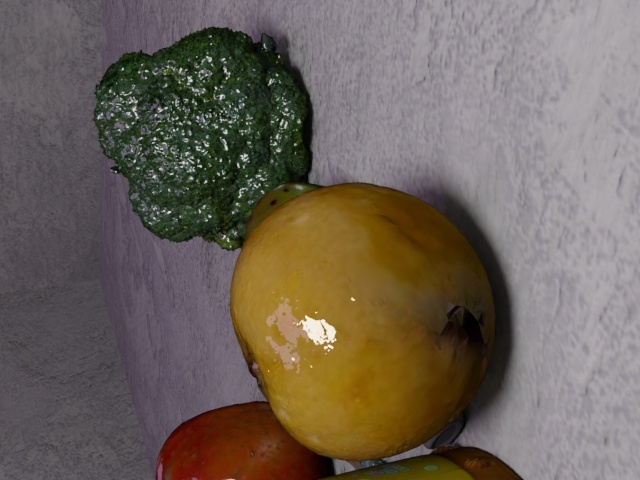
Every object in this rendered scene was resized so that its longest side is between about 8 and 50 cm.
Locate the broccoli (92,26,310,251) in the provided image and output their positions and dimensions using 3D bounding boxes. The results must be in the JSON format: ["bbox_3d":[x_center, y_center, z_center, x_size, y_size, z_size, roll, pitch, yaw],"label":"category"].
[{"bbox_3d":[-0.155,-0.138,1.463,0.283,0.304,0.321,-59,-29,-72],"label":"broccoli"}]

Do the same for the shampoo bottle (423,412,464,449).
[{"bbox_3d":[0.106,0.137,1.131,0.080,0.040,0.165,110,147,-54],"label":"shampoo bottle"}]

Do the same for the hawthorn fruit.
[{"bbox_3d":[-0.139,0.363,1.506,0.254,0.300,0.254,171,90,-73],"label":"hawthorn fruit"}]

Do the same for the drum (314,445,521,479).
[{"bbox_3d":[0.092,0.424,1.030,0.431,0.214,0.431,171,90,-70],"label":"drum"}]

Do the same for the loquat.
[{"bbox_3d":[0.033,0.076,0.997,0.263,0.263,0.263,172,90,-70],"label":"loquat"}]

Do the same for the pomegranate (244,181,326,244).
[{"bbox_3d":[0.000,0.000,1.238,0.205,0.159,0.159,-17,80,43],"label":"pomegranate"}]

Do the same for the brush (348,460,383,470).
[{"bbox_3d":[0.051,0.291,1.365,0.196,0.021,0.070,-153,51,-67],"label":"brush"}]
